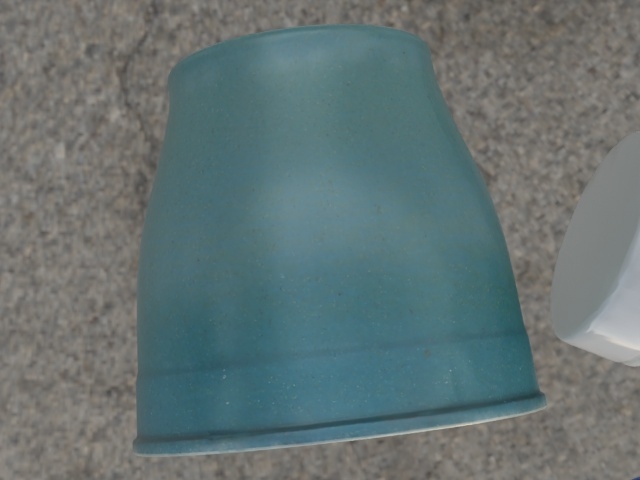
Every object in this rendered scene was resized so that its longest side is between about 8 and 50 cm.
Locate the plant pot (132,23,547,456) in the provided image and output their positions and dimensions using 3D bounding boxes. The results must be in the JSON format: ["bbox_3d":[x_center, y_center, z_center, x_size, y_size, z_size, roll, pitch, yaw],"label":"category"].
[{"bbox_3d":[0.000,0.000,0.788,0.271,0.271,0.255,-5,84,-8],"label":"plant pot"}]

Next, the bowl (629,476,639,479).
[{"bbox_3d":[0.320,0.435,1.313,0.077,0.391,0.391,33,113,-3],"label":"bowl"}]

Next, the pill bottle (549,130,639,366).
[{"bbox_3d":[0.376,0.058,0.900,0.361,0.204,0.204,20,118,-5],"label":"pill bottle"}]
